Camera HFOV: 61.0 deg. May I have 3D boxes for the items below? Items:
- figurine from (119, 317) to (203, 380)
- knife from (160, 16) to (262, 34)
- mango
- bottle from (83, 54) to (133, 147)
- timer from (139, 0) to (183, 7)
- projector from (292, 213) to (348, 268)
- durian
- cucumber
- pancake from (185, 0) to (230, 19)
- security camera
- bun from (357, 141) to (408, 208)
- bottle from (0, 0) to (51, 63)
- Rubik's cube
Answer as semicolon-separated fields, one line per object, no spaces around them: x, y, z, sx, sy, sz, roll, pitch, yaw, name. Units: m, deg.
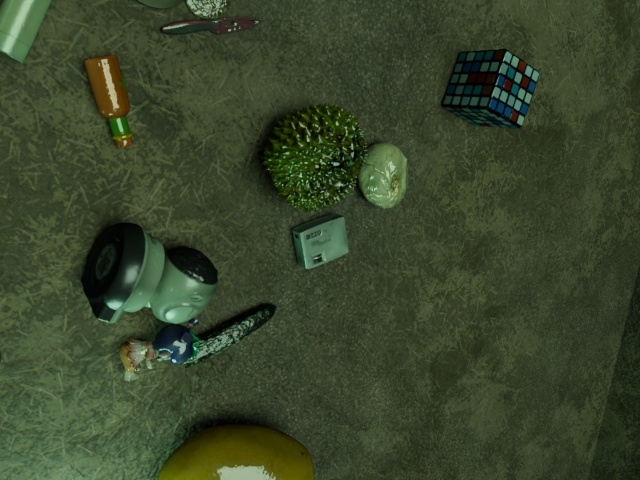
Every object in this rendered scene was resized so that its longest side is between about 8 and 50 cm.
-0.375;0.256;1.279;0.194;0.111;0.102;-14;114;-9;figurine
-0.241;-0.486;1.234;0.247;0.018;0.036;-16;126;-28;knife
-0.213;0.642;1.455;0.445;0.232;0.300;21;97;-27;mango
-0.434;-0.288;1.136;0.069;0.069;0.187;-20;115;-28;bottle
-0.283;-0.553;1.031;0.175;0.266;0.175;-8;106;-28;timer
0.000;0.000;1.510;0.147;0.061;0.115;-21;113;-28;projector
-0.017;-0.211;1.354;0.291;0.225;0.291;-36;156;-18;durian
-0.232;0.241;1.423;0.293;0.067;0.068;-26;116;-26;cucumber
-0.251;-0.552;1.214;0.114;0.011;0.115;-10;109;-31;pancake
-0.361;0.088;1.222;0.277;0.197;0.191;27;100;-42;security camera
0.188;-0.185;1.553;0.164;0.111;0.188;2;99;-37;bun
-0.549;-0.437;1.011;0.072;0.072;0.202;24;90;-36;bottle
0.517;-0.457;1.651;0.184;0.187;0.182;16;94;-37;Rubik's cube
